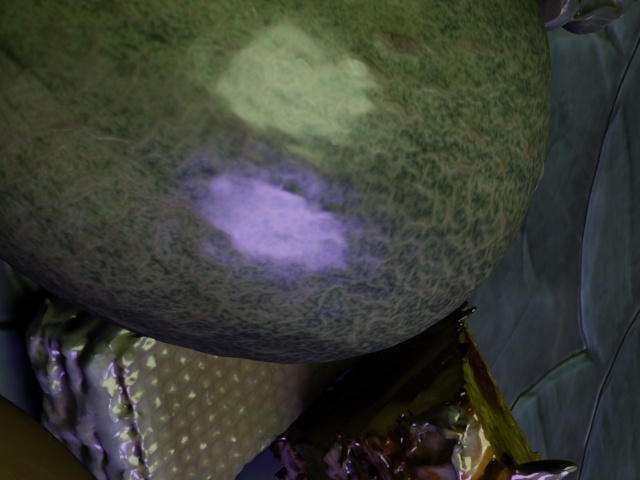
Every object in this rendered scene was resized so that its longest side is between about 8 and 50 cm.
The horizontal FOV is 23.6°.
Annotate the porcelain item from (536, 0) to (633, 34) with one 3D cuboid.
[{"bbox_3d":[0.196,-0.190,1.132,0.215,0.069,0.081,-7,104,-60],"label":"porcelain item"}]

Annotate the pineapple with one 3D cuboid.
[{"bbox_3d":[0.059,0.146,0.916,0.158,0.334,0.161,-26,99,-1],"label":"pineapple"}]

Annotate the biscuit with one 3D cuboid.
[{"bbox_3d":[0.000,0.000,0.899,0.426,0.078,0.144,-41,133,-41],"label":"biscuit"}]

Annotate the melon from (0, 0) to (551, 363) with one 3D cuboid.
[{"bbox_3d":[-0.039,-0.073,0.657,0.329,0.248,0.249,21,85,-52],"label":"melon"}]

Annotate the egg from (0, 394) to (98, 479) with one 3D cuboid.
[{"bbox_3d":[-0.182,0.194,0.506,0.301,0.301,0.374,-48,145,-34],"label":"egg"}]
